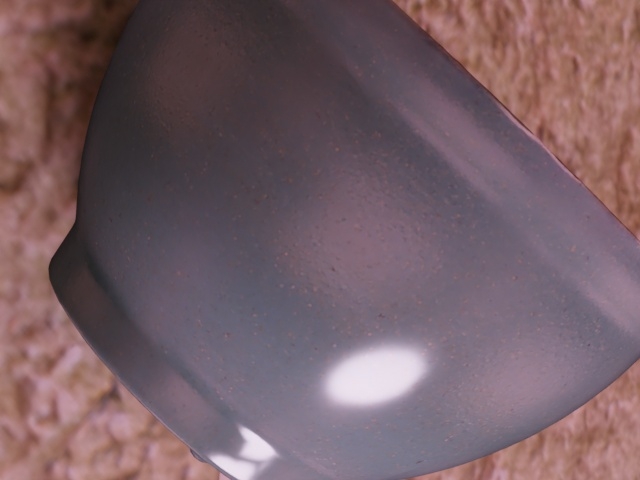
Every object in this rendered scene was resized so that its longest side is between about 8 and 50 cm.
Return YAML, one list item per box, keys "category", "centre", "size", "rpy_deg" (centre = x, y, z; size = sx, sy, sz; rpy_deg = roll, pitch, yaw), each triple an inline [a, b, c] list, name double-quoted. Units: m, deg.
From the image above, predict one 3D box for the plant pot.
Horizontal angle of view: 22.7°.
- category: "plant pot"
  centre: [0.000, 0.000, 0.741]
  size: [0.196, 0.293, 0.293]
  rpy_deg: [-46, 124, 5]

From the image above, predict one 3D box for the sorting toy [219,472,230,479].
- category: "sorting toy"
  centre: [-0.018, 0.109, 0.869]
  size: [0.083, 0.045, 0.075]
  rpy_deg: [27, 96, -37]
